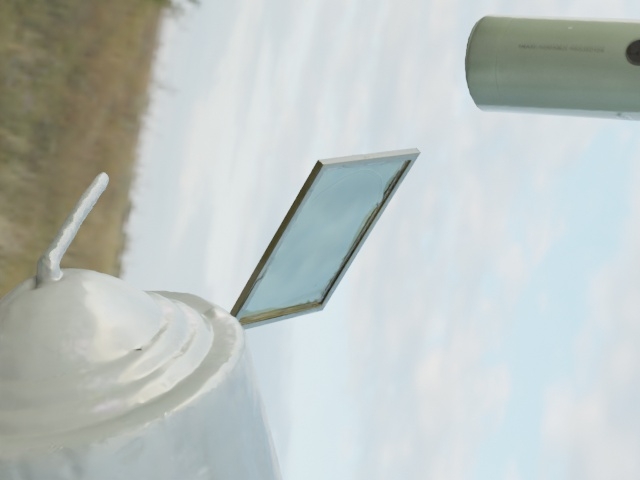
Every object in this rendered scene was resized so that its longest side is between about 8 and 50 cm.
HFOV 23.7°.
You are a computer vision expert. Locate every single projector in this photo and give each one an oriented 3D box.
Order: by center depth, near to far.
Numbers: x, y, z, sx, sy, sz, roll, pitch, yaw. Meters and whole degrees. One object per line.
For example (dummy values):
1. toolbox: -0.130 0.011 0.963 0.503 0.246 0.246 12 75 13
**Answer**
1. projector: 0.317 -0.172 1.541 0.108 0.338 0.108 -17 111 -56

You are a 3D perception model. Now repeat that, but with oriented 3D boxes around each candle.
1. candle: -0.130 0.157 0.930 0.221 0.221 0.342 -101 177 -68

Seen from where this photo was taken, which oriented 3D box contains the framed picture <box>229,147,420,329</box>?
1. framed picture: 0.000 0.000 1.373 0.010 0.136 0.201 47 -56 25
